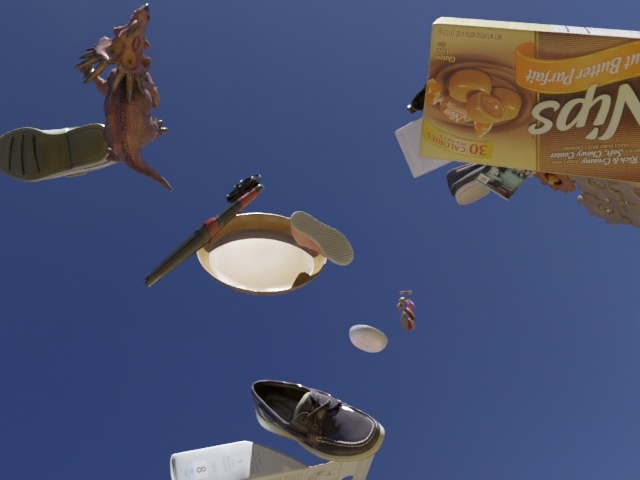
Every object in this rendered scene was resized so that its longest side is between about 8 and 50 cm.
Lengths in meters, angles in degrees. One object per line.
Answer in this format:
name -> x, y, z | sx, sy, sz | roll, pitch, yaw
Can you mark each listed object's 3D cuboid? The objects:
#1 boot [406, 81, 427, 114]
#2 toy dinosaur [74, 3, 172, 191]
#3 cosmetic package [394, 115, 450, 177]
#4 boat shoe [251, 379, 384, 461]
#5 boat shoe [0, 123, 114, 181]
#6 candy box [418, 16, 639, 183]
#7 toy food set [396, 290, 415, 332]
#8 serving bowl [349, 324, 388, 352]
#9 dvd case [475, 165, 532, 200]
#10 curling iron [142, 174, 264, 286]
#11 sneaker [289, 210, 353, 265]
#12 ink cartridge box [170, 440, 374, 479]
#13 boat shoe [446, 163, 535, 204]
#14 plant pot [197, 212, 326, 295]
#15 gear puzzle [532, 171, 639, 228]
boot -> 0.319, -0.364, 1.454 | 0.263, 0.229, 0.091 | -38, -89, 26
toy dinosaur -> -0.313, -0.212, 1.087 | 0.127, 0.200, 0.295 | -12, -78, -14
cosmetic package -> 0.273, -0.225, 1.411 | 0.085, 0.231, 0.117 | -25, -87, -37
boat shoe -> -0.018, 0.323, 1.237 | 0.103, 0.285, 0.092 | -53, -46, -30
boat shoe -> -0.521, -0.175, 1.368 | 0.103, 0.302, 0.113 | -2, -88, -70
candy box -> 0.300, -0.190, 0.897 | 0.317, 0.087, 0.182 | 8, -64, 12
toy food set -> 0.253, 0.211, 1.975 | 0.019, 0.078, 0.122 | -7, -93, -31
serving bowl -> 0.097, 0.211, 1.408 | 0.083, 0.083, 0.027 | 54, -134, -37
dvd case -> 0.400, -0.152, 1.427 | 0.119, 0.087, 0.013 | -50, -26, -6
curling iron -> -0.195, -0.016, 1.150 | 0.274, 0.068, 0.035 | -48, -68, -22
sneaker -> 0.000, 0.000, 1.223 | 0.134, 0.070, 0.051 | 37, -105, 1
ink cartridge box -> -0.103, 0.499, 1.374 | 0.385, 0.091, 0.308 | -8, -40, -15
boat shoe -> 0.498, -0.209, 1.802 | 0.335, 0.095, 0.112 | -24, -33, 4
plant pot -> -0.107, 0.028, 1.232 | 0.236, 0.236, 0.032 | -11, -51, -23
gear puzzle -> 0.522, -0.081, 1.153 | 0.044, 0.339, 0.175 | -56, -44, -12
